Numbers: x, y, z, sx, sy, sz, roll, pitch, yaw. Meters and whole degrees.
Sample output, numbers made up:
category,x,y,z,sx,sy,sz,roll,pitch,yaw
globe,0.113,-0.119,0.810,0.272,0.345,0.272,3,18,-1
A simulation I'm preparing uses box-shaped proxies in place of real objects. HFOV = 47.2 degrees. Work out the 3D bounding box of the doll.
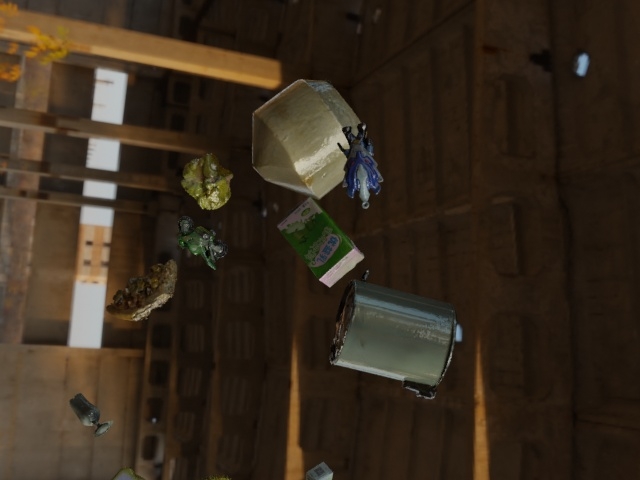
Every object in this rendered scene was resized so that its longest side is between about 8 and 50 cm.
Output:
category,x,y,z,sx,sy,sz,roll,pitch,yaw
doll,0.092,-0.169,1.686,0.070,0.096,0.195,52,30,-85

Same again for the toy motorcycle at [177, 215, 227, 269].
category,x,y,z,sx,sy,sz,roll,pitch,yaw
toy motorcycle,-0.397,0.007,2.389,0.106,0.190,0.074,-55,180,11

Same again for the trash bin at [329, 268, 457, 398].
category,x,y,z,sx,sy,sz,roll,pitch,yaw
trash bin,0.176,0.228,1.809,0.217,0.263,0.277,121,-18,-73

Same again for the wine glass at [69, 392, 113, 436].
category,x,y,z,sx,sy,sz,roll,pitch,yaw
wine glass,-0.405,0.305,1.290,0.083,0.042,0.039,38,-25,24

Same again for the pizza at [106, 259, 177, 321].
category,x,y,z,sx,sy,sz,roll,pitch,yaw
pizza,-0.454,0.127,1.921,0.147,0.226,0.069,26,-31,52

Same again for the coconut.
category,x,y,z,sx,sy,sz,roll,pitch,yaw
coconut,-0.042,-0.262,1.953,0.323,0.323,0.322,-174,-90,-68

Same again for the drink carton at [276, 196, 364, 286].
category,x,y,z,sx,sy,sz,roll,pitch,yaw
drink carton,0.000,0.000,2.409,0.161,0.108,0.271,-42,-118,5

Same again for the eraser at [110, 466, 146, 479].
category,x,y,z,sx,sy,sz,roll,pitch,yaw
eraser,-0.326,0.507,1.393,0.069,0.158,0.226,-46,173,-22

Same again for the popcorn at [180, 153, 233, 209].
category,x,y,z,sx,sy,sz,roll,pitch,yaw
popcorn,-0.301,-0.155,1.964,0.126,0.126,0.145,-25,-98,27

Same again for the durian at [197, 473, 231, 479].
category,x,y,z,sx,sy,sz,roll,pitch,yaw
durian,-0.317,0.747,2.020,0.138,0.237,0.193,-18,-131,36

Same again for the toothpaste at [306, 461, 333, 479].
category,x,y,z,sx,sy,sz,roll,pitch,yaw
toothpaste,-0.008,0.505,1.445,0.034,0.046,0.164,39,-42,36

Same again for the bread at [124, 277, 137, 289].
category,x,y,z,sx,sy,sz,roll,pitch,yaw
bread,-0.511,0.135,2.006,0.083,0.047,0.036,-52,-173,50
